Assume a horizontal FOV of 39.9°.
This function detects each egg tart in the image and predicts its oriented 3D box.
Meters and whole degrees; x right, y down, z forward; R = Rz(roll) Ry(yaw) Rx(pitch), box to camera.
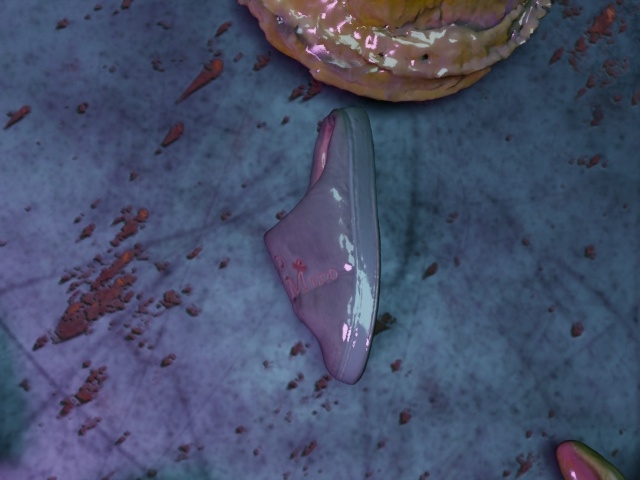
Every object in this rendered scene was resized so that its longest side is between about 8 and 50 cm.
[{"bbox_3d":[0.077,-0.306,0.815,0.352,0.150,0.352,2,80,-9],"label":"egg tart"}]

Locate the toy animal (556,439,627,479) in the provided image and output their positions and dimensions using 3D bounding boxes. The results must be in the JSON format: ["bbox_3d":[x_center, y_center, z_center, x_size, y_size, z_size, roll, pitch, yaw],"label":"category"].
[{"bbox_3d":[0.293,0.297,0.715,0.181,0.180,0.363,4,81,-11],"label":"toy animal"}]

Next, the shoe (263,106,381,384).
[{"bbox_3d":[0.000,0.000,0.780,0.100,0.103,0.251,2,75,-6],"label":"shoe"}]
